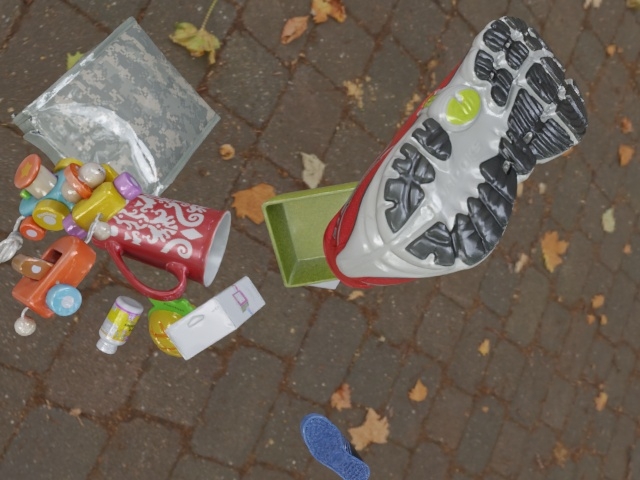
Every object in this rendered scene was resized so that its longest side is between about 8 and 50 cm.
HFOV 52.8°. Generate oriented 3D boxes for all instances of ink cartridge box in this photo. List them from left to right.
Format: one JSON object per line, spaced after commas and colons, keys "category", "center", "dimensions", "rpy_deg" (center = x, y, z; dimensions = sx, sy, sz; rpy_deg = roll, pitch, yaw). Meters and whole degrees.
{"category": "ink cartridge box", "center": [-0.139, 0.103, 0.872], "dimensions": [0.088, 0.122, 0.052], "rpy_deg": [-34, 90, 16]}

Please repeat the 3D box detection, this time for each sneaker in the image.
{"category": "sneaker", "center": [0.019, 0.457, 1.440], "dimensions": [0.081, 0.090, 0.232], "rpy_deg": [-41, 116, -12]}
{"category": "sneaker", "center": [0.093, -0.067, 0.461], "dimensions": [0.279, 0.118, 0.107], "rpy_deg": [-41, 97, -36]}

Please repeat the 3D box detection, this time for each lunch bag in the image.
{"category": "lunch bag", "center": [-0.339, -0.184, 1.069], "dimensions": [0.235, 0.169, 0.287], "rpy_deg": [49, 42, -23]}

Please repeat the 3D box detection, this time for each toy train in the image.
{"category": "toy train", "center": [-0.194, -0.012, 0.449], "dimensions": [0.125, 0.166, 0.046], "rpy_deg": [-53, 130, -15]}

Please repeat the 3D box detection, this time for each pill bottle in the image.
{"category": "pill bottle", "center": [-0.307, 0.129, 0.979], "dimensions": [0.043, 0.043, 0.083], "rpy_deg": [26, 97, -36]}

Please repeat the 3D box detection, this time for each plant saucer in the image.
{"category": "plant saucer", "center": [0.022, -0.018, 0.945], "dimensions": [0.188, 0.045, 0.188], "rpy_deg": [-9, 138, 2]}

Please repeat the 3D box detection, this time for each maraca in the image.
{"category": "maraca", "center": [-0.274, 0.158, 1.236], "dimensions": [0.185, 0.127, 0.099], "rpy_deg": [98, 9, -51]}

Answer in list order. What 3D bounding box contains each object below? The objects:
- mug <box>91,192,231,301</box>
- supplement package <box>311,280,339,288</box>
{"category": "mug", "center": [-0.228, -0.004, 0.899], "dimensions": [0.169, 0.150, 0.113], "rpy_deg": [17, 116, 2]}
{"category": "supplement package", "center": [0.000, 0.000, 1.396], "dimensions": [0.105, 0.105, 0.179], "rpy_deg": [10, 65, -7]}
